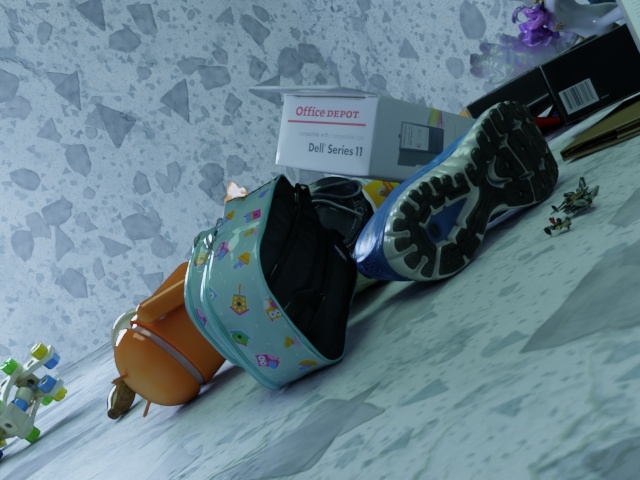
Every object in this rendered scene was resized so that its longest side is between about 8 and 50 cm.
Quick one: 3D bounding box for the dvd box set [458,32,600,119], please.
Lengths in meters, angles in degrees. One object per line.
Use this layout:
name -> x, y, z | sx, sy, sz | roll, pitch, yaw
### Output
dvd box set -> 0.381, -0.261, 1.598 | 0.307, 0.062, 0.420 | -30, -4, -8

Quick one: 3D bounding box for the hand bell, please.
hand bell -> -0.302, 0.211, 1.225 | 0.126, 0.126, 0.242 | -30, 16, 9

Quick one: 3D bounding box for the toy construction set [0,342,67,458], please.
toy construction set -> -0.636, 0.342, 1.491 | 0.327, 0.151, 0.215 | -37, 24, 39

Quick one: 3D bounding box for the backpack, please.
backpack -> -0.048, 0.050, 0.756 | 0.144, 0.166, 0.188 | -27, 29, 15

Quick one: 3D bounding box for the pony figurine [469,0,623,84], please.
pony figurine -> 0.529, -0.484, 1.666 | 0.363, 0.351, 0.303 | 95, -170, -72

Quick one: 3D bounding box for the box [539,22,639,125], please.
box -> 0.466, -0.269, 1.129 | 0.261, 0.103, 0.184 | -25, -2, 18

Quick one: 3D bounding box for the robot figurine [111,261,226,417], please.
robot figurine -> -0.171, 0.114, 0.963 | 0.219, 0.128, 0.158 | -52, 6, -24

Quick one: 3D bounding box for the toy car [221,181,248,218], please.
toy car -> -0.130, -0.025, 1.645 | 0.219, 0.238, 0.210 | -35, 6, -37

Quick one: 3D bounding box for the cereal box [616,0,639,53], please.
cereal box -> 0.482, -0.315, 0.982 | 0.173, 0.047, 0.240 | -18, 53, 20

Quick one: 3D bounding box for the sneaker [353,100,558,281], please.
sneaker -> 0.155, -0.058, 0.903 | 0.330, 0.130, 0.147 | -34, 8, -34

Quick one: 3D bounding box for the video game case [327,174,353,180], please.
video game case -> 0.115, -0.115, 1.639 | 0.227, 0.026, 0.206 | -30, -33, 9

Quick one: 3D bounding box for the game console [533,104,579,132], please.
game console -> 0.421, -0.247, 1.411 | 0.124, 0.085, 0.144 | -62, 8, -4

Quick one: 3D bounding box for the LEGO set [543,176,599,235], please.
LEGO set -> 0.244, -0.030, 0.732 | 0.083, 0.023, 0.054 | -47, 8, -20

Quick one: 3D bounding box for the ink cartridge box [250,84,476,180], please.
ink cartridge box -> 0.077, -0.155, 1.184 | 0.353, 0.119, 0.207 | 3, 6, -44

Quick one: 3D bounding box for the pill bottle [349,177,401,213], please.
pill bottle -> 0.114, -0.086, 1.493 | 0.215, 0.117, 0.117 | -33, 5, -23

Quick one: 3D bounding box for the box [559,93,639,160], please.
box -> 0.436, -0.176, 1.026 | 0.201, 0.021, 0.164 | -35, 6, -36

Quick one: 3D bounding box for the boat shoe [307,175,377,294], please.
boat shoe -> 0.000, 0.000, 1.110 | 0.186, 0.156, 0.500 | -28, 7, 12
